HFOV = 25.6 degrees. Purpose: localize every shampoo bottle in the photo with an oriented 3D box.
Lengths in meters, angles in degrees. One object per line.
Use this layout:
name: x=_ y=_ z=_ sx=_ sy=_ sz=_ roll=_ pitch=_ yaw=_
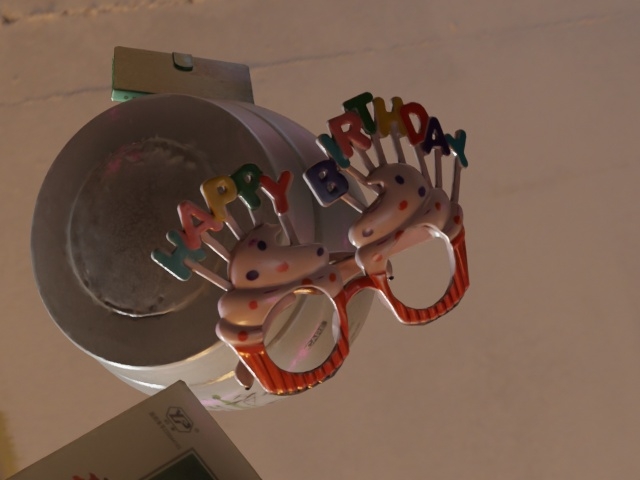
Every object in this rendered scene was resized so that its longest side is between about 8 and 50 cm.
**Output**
shampoo bottle: x=-0.095 y=0.011 z=1.232 sx=0.266 sy=0.273 sz=0.273 roll=22 pitch=-119 yaw=-69

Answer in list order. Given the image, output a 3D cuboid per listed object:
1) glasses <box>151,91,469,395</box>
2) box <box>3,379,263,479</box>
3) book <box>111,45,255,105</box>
glasses: x=0.001 y=-0.005 z=0.972 sx=0.255 sy=0.095 sz=0.162 roll=-28 pitch=-70 yaw=-28
box: x=-0.074 y=0.199 z=0.678 sx=0.168 sy=0.095 sz=0.212 roll=-27 pitch=-110 yaw=-44
book: x=-0.132 y=-0.154 z=1.349 sx=0.135 sy=0.017 sz=0.103 roll=7 pitch=-149 yaw=-12
